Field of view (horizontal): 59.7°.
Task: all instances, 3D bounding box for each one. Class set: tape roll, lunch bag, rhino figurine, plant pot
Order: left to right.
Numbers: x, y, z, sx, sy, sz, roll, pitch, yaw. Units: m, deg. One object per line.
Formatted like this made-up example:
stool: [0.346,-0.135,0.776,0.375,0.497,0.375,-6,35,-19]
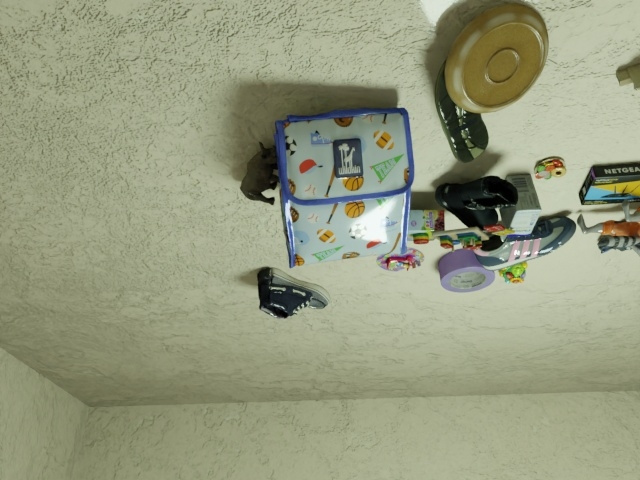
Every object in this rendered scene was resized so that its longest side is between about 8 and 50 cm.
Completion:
rhino figurine: [-0.148,-0.187,1.498,0.106,0.073,0.243,7,146,-18]
lunch bag: [0.055,-0.139,1.396,0.328,0.239,0.385,-7,128,-7]
tape roll: [0.515,0.108,1.971,0.189,0.080,0.189,-1,149,-1]
plant pot: [0.377,-0.370,1.173,0.236,0.032,0.236,-9,132,-11]

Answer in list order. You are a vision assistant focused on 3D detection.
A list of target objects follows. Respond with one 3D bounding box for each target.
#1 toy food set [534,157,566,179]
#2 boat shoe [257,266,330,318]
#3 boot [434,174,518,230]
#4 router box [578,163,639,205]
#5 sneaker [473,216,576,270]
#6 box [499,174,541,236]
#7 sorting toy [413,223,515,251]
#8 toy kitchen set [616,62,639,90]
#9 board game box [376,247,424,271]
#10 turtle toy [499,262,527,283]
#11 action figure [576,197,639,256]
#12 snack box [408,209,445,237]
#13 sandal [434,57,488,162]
toy food set: [0.635,-0.197,1.544,0.082,0.020,0.083,-15,145,22]
boat shoe: [-0.099,0.233,2.082,0.340,0.158,0.127,26,139,-35]
boot: [0.471,-0.098,1.562,0.246,0.094,0.207,26,167,-28]
router box: [0.846,-0.159,1.585,0.179,0.046,0.133,-4,148,5]
sneaker: [0.636,-0.008,1.767,0.319,0.112,0.131,-28,125,26]
box: [0.568,-0.098,1.602,0.072,0.126,0.137,-3,148,1]
sorting toy: [0.416,0.001,1.615,0.274,0.046,0.132,-8,165,29]
toy kitchen set: [0.723,-0.348,1.261,0.083,0.068,0.075,-14,145,21]
board game box: [0.282,0.081,1.967,0.169,0.033,0.133,-24,141,32]
turtle toy: [0.696,0.114,1.997,0.095,0.066,0.130,-6,147,8]
action figure: [0.955,0.004,1.704,0.330,0.178,0.341,19,150,-12]
snack box: [0.255,-0.043,1.687,0.207,0.070,0.174,1,169,1]
sandal: [0.318,-0.304,1.295,0.120,0.086,0.303,-24,140,0]
